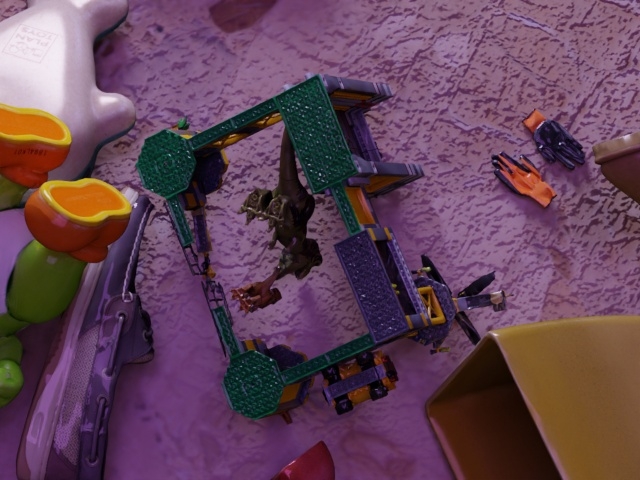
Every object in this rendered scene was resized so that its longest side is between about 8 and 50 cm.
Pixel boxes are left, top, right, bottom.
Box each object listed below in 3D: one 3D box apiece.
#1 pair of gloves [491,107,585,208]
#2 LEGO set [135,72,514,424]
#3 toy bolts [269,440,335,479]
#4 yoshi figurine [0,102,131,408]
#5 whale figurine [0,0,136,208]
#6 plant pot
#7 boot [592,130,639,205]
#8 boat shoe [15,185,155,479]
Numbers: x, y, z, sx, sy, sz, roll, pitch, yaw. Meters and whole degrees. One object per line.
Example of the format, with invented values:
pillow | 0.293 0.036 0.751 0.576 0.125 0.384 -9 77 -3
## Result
pair of gloves | 0.212 -0.079 1.668 0.074 0.010 0.083 39 77 7
LEGO set | 0.000 0.000 1.590 0.255 0.192 0.331 -34 77 22
toy bolts | -0.046 0.311 1.515 0.228 0.218 0.158 -31 82 -43
yoshi figurine | -0.331 0.063 1.463 0.203 0.203 0.362 28 118 -17
whale figurine | -0.274 -0.130 1.615 0.216 0.141 0.272 15 55 8
plant pot | 0.242 0.179 1.520 0.187 0.212 0.212 -18 72 -20
boot | 0.350 0.036 1.555 0.089 0.236 0.269 -20 75 35
boat shoe | -0.197 0.094 1.578 0.092 0.103 0.285 19 80 -7
